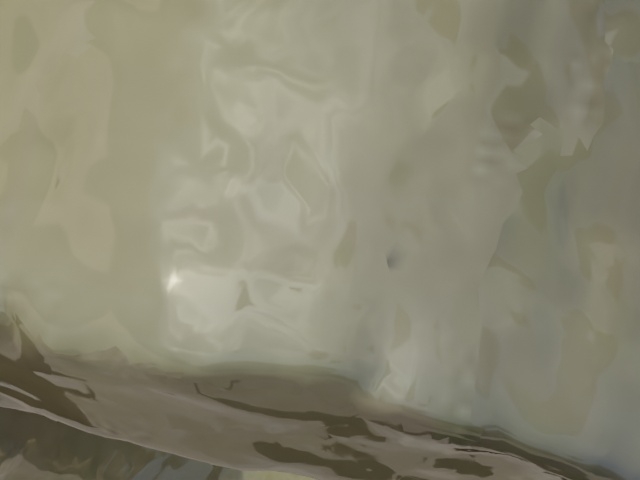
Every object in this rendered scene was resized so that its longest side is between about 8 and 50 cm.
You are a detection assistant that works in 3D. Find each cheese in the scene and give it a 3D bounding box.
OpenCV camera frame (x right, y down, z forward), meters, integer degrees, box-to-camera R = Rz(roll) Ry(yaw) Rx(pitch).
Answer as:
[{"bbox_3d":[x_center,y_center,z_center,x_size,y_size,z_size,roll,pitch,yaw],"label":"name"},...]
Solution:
[{"bbox_3d":[-0.003,0.002,0.517,0.332,0.292,0.153,35,62,-59],"label":"cheese"}]
